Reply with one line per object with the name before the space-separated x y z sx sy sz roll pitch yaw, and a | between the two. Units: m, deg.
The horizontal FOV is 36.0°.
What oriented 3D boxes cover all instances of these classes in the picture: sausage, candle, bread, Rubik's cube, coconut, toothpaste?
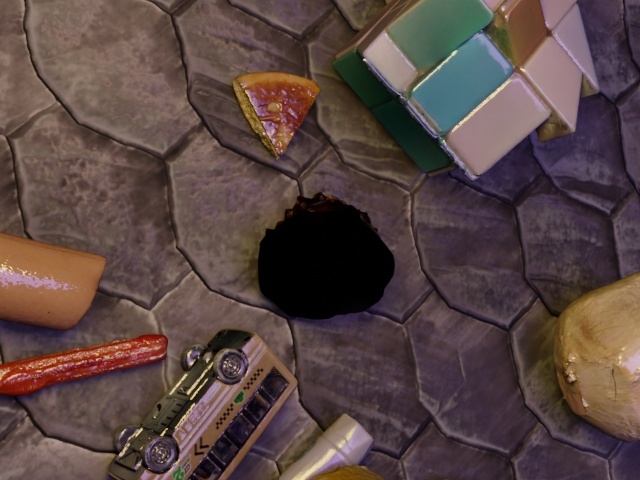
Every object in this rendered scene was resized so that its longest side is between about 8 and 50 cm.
sausage | -0.434 0.052 1.373 0.253 0.123 0.123 15 80 -24
candle | -0.379 0.187 1.436 0.329 0.048 0.051 -9 132 -27
bread | -0.087 -0.224 1.606 0.136 0.054 0.154 33 67 -23
Rubik's cube | 0.246 -0.298 1.609 0.387 0.358 0.368 47 68 -16
coconut | 0.555 0.219 1.775 0.254 0.297 0.297 -32 102 -8
toothpaste | -0.061 0.435 1.567 0.371 0.080 0.125 -46 113 -18

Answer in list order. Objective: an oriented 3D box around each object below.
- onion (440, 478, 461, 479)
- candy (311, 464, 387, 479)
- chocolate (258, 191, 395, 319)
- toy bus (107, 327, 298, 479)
onion | 0.227 0.545 1.694 0.250 0.111 0.247 10 59 -16
candy | 0.029 0.477 1.539 0.260 0.118 0.260 -23 127 -34
chocolate | 0.000 0.000 1.611 0.224 0.206 0.177 41 25 -29
toy bus | -0.175 0.277 1.485 0.157 0.139 0.289 48 64 -21
